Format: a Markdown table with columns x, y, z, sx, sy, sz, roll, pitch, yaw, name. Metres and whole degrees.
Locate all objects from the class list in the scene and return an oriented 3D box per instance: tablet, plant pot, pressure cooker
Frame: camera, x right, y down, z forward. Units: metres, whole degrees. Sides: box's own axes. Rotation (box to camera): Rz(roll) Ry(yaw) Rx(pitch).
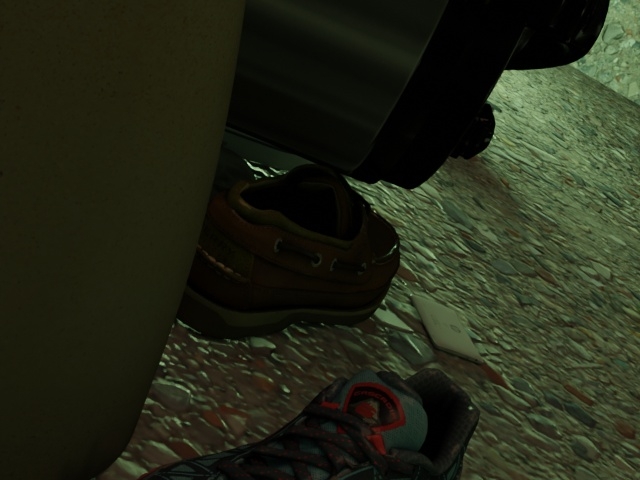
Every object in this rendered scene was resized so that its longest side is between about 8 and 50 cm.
| x | y | z | sx | sy | sz | roll | pitch | yaw | name |
| --- | --- | --- | --- | --- | --- | --- | --- | --- | --- |
| 0.113 | 0.079 | 0.966 | 0.054 | 0.006 | 0.083 | 22 | 23 | -24 | tablet |
| -0.151 | -0.058 | 0.540 | 0.256 | 0.274 | 0.256 | 27 | 21 | -11 | plant pot |
| 0.024 | -0.243 | 0.882 | 0.420 | 0.375 | 0.370 | 23 | 45 | -7 | pressure cooker |

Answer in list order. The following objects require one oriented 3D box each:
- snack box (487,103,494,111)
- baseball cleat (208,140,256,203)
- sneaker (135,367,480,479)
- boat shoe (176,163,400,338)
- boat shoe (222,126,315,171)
| x | y | z | sx | sy | sz | roll | pitch | yaw | name |
| --- | --- | --- | --- | --- | --- | --- | --- | --- | --- |
| 0.170 | -0.216 | 1.619 | 0.178 | 0.064 | 0.022 | 30 | 20 | -4 | snack box |
| -0.154 | -0.082 | 0.902 | 0.206 | 0.072 | 0.109 | 29 | 7 | -19 | baseball cleat |
| -0.005 | 0.115 | 0.558 | 0.104 | 0.125 | 0.262 | 41 | 23 | 25 | sneaker |
| 0.000 | 0.000 | 0.850 | 0.111 | 0.104 | 0.307 | 38 | 22 | 16 | boat shoe |
| -0.069 | -0.135 | 1.084 | 0.258 | 0.084 | 0.095 | 10 | 29 | -43 | boat shoe |
